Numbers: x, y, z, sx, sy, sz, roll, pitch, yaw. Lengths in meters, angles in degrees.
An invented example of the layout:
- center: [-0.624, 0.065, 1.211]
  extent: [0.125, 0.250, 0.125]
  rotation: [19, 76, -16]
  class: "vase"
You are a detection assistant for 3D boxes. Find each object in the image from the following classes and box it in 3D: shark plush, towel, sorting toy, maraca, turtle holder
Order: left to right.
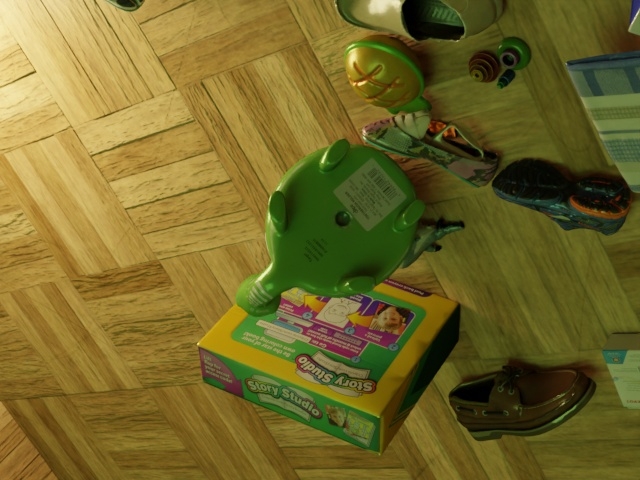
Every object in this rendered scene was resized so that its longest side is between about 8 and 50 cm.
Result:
- center: [0.020, 0.001, 1.811]
  extent: [0.243, 0.320, 0.227]
  rotation: [19, 175, -3]
  class: "turtle holder"
- center: [0.105, -0.247, 1.687]
  extent: [0.127, 0.099, 0.186]
  rotation: [14, 158, 30]
  class: "maraca"
- center: [0.181, -0.003, 1.890]
  extent: [0.161, 0.073, 0.067]
  rotation: [-35, 121, 27]
  class: "shark plush"
- center: [0.259, -0.252, 1.601]
  extent: [0.102, 0.042, 0.061]
  rotation: [-20, 111, 45]
  class: "sorting toy"
- center: [0.470, -0.156, 1.460]
  extent: [0.209, 0.034, 0.285]
  rotation: [-1, 145, 37]
  class: "towel"

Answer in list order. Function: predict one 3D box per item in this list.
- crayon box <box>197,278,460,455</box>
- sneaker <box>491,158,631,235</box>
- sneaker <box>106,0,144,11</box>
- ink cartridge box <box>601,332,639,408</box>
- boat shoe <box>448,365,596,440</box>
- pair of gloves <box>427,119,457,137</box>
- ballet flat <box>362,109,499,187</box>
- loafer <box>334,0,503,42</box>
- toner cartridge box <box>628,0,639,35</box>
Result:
- center: [0.020, 0.184, 1.949]
  extent: [0.363, 0.313, 0.106]
  rotation: [18, 134, 25]
  class: "crayon box"
- center: [0.362, -0.056, 1.667]
  extent: [0.221, 0.083, 0.087]
  rotation: [20, 147, 30]
  class: "sneaker"
- center: [-0.405, -0.482, 1.888]
  extent: [0.275, 0.107, 0.110]
  rotation: [37, 158, 12]
  class: "sneaker"
- center: [0.526, 0.213, 1.789]
  extent: [0.088, 0.052, 0.122]
  rotation: [-5, 120, 40]
  class: "ink cartridge box"
- center: [0.344, 0.280, 1.939]
  extent: [0.104, 0.111, 0.307]
  rotation: [49, 138, -10]
  class: "boat shoe"
- center: [0.186, -0.158, 1.761]
  extent: [0.074, 0.010, 0.083]
  rotation: [16, 134, 26]
  class: "pair of gloves"
- center: [0.177, -0.155, 1.705]
  extent: [0.221, 0.077, 0.079]
  rotation: [22, 122, -7]
  class: "ballet flat"
- center: [0.127, -0.342, 1.586]
  extent: [0.268, 0.092, 0.102]
  rotation: [9, 129, 32]
  class: "loafer"
- center: [0.499, -0.365, 1.249]
  extent: [0.165, 0.075, 0.348]
  rotation: [18, 141, 2]
  class: "toner cartridge box"
